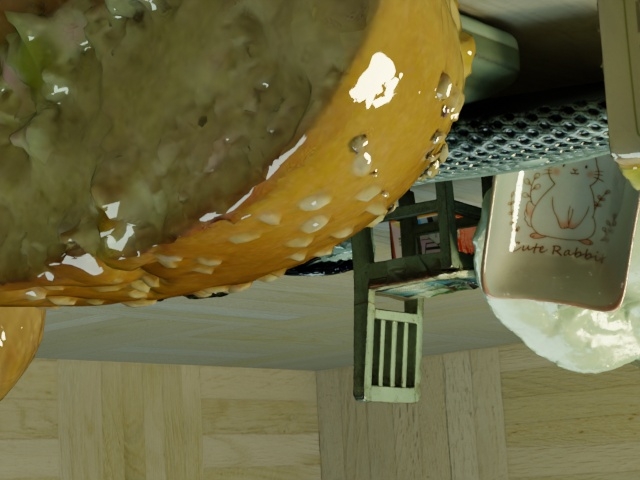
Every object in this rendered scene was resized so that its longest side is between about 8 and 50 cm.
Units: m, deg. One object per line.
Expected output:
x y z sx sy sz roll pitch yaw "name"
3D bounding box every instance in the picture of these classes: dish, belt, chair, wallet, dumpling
0.250 -0.039 1.381 0.151 0.212 0.077 7 -154 6 "dish"
0.000 0.000 1.773 0.151 0.078 0.198 1 167 -11 "belt"
0.127 0.050 1.560 0.147 0.270 0.136 -9 167 34 "chair"
0.185 -0.097 1.187 0.342 0.075 0.237 -7 -174 20 "wallet"
0.343 -0.007 1.550 0.320 0.212 0.270 3 134 9 "dumpling"

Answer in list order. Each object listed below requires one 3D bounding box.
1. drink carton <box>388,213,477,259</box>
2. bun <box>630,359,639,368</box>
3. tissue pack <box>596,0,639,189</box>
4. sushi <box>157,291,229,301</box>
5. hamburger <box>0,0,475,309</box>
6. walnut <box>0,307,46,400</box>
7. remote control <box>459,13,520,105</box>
0.188 0.011 1.908 0.096 0.071 0.223 -11 167 27 "drink carton"
0.531 0.048 1.794 0.362 0.235 0.326 -19 -164 -32 "bun"
0.316 -0.134 0.933 0.234 0.159 0.125 -8 168 22 "tissue pack"
-0.166 -0.027 1.335 0.127 0.124 0.225 -3 144 20 "sushi"
-0.075 -0.101 0.731 0.445 0.268 0.287 -19 167 38 "hamburger"
-0.415 0.040 1.219 0.332 0.333 0.333 -3 169 -1 "walnut"
0.018 -0.149 1.016 0.128 0.066 0.335 -15 165 39 "remote control"
